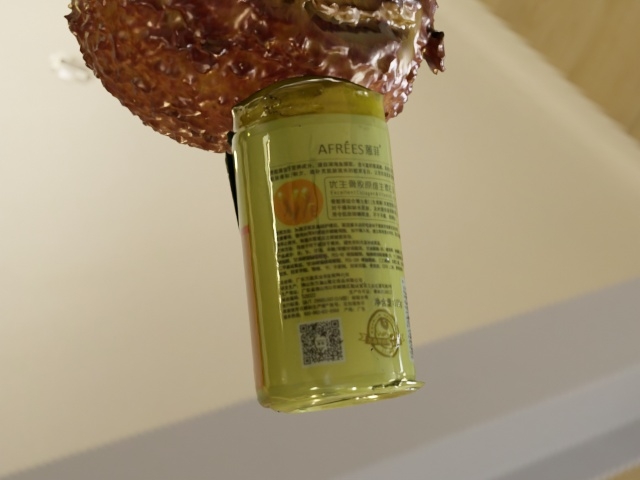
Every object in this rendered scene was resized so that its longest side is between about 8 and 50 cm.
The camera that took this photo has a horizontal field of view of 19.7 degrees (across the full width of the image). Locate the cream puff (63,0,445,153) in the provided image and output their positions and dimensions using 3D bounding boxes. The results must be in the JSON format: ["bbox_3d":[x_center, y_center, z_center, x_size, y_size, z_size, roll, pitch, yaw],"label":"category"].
[{"bbox_3d":[-0.061,-0.186,1.558,0.350,0.228,0.350,15,-159,-6],"label":"cream puff"}]

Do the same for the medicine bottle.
[{"bbox_3d":[0.000,0.000,1.316,0.124,0.124,0.239,0,-103,-36],"label":"medicine bottle"}]
